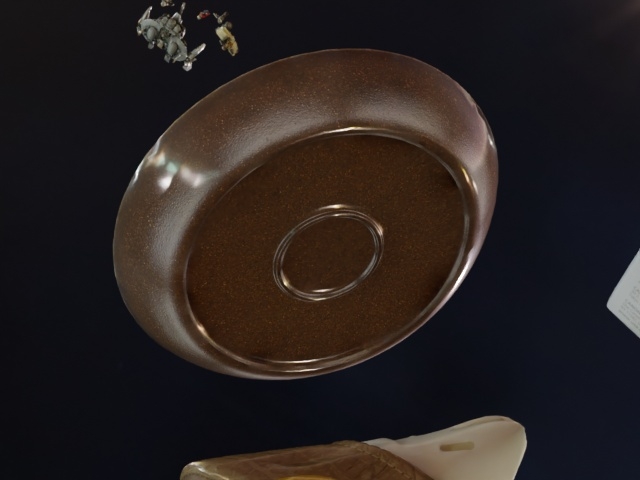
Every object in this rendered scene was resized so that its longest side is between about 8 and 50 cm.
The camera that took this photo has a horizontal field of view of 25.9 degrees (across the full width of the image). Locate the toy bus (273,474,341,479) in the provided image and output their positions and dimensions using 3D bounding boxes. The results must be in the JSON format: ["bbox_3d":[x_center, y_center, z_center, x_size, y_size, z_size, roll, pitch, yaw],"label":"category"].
[{"bbox_3d":[-0.008,0.195,0.544,0.104,0.202,0.191,-12,-110,-27],"label":"toy bus"}]

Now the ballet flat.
[{"bbox_3d":[0.103,0.163,0.669,0.342,0.116,0.124,30,-110,5],"label":"ballet flat"}]

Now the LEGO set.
[{"bbox_3d":[-0.094,-0.137,0.931,0.083,0.054,0.023,-10,-151,45],"label":"LEGO set"}]

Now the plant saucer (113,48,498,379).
[{"bbox_3d":[0.000,0.000,1.057,0.311,0.310,0.050,7,-146,-27],"label":"plant saucer"}]

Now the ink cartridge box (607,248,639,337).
[{"bbox_3d":[0.270,0.026,0.729,0.066,0.232,0.189,-30,-115,-34],"label":"ink cartridge box"}]
